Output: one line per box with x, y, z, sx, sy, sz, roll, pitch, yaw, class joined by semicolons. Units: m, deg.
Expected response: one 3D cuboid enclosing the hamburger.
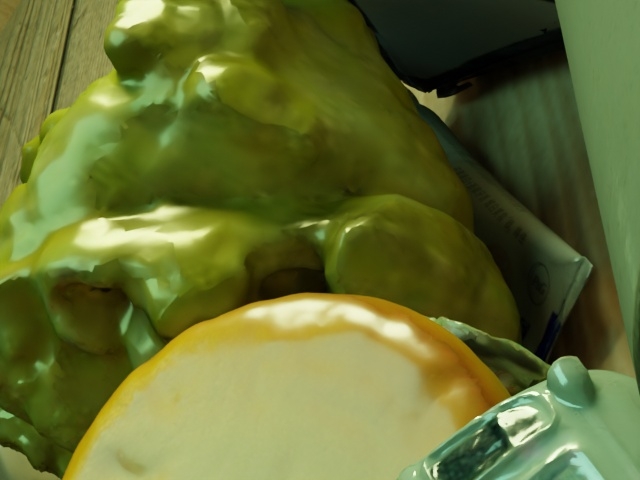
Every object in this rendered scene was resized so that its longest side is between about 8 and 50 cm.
0.015;0.143;0.744;0.246;0.170;0.246;-16;59;28;hamburger

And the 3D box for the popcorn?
-0.050;0.017;0.918;0.250;0.235;0.242;-41;38;24;popcorn

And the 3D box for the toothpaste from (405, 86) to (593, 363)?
0.069;-0.008;1.012;0.100;0.066;0.323;-66;21;17;toothpaste

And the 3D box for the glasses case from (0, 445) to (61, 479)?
-0.107;0.109;1.136;0.050;0.196;0.083;-35;70;55;glasses case

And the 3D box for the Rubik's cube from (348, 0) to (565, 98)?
0.048;-0.282;1.040;0.305;0.307;0.310;-69;17;-9;Rubik's cube

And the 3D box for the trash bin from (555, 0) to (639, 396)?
0.186;-0.132;0.535;0.280;0.280;0.432;-50;26;36;trash bin

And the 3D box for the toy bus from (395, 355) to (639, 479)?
0.099;0.167;0.470;0.165;0.133;0.276;-46;47;11;toy bus
